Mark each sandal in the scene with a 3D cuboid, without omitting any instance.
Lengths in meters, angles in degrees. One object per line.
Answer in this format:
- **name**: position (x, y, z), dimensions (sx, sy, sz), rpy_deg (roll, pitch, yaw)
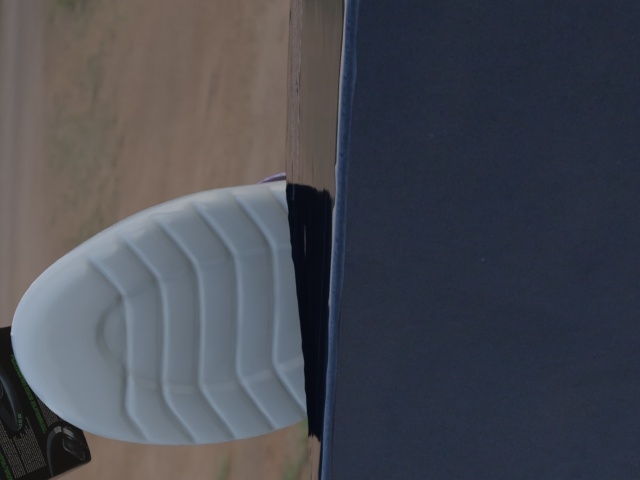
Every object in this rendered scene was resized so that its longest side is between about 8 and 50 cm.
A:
- **sandal**: position (0.003, 0.014, 0.997), dimensions (0.102, 0.416, 0.169), rpy_deg (-138, 31, -65)

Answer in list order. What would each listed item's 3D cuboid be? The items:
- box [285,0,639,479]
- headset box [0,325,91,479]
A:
- **box**: position (0.082, -0.099, 0.577), dimensions (0.312, 0.178, 0.343), rpy_deg (-95, 6, -58)
- **headset box**: position (-0.347, 0.176, 1.132), dimensions (0.131, 0.246, 0.283), rpy_deg (66, -167, 4)
